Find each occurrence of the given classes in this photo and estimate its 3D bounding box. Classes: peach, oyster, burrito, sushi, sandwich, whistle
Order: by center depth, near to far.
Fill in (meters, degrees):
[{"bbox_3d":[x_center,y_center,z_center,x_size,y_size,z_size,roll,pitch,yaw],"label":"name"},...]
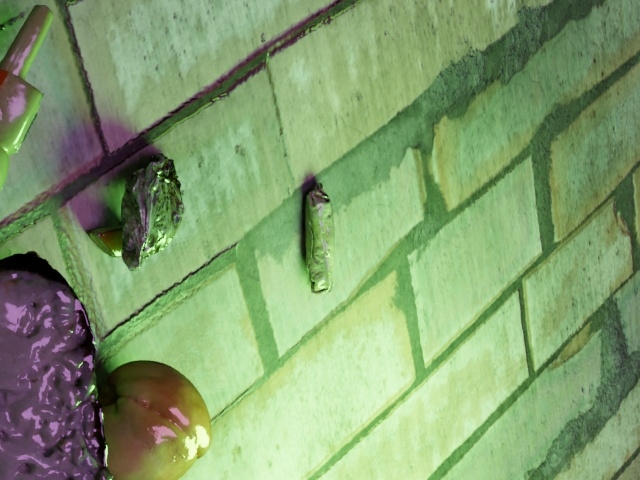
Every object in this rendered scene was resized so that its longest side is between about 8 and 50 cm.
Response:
[{"bbox_3d":[-0.396,-0.153,1.749,0.106,0.131,0.288,25,81,-10],"label":"whistle"},{"bbox_3d":[-0.388,0.193,1.821,0.234,0.207,0.348,-3,95,-15],"label":"sushi"},{"bbox_3d":[-0.284,0.002,2.011,0.083,0.031,0.044,-9,107,-50],"label":"sandwich"},{"bbox_3d":[-0.233,-0.045,2.017,0.125,0.064,0.177,68,28,-23],"label":"oyster"},{"bbox_3d":[-0.241,0.260,2.048,0.184,0.184,0.184,-22,119,-46],"label":"peach"},{"bbox_3d":[-0.002,0.000,2.357,0.058,0.045,0.188,-44,137,-69],"label":"burrito"}]

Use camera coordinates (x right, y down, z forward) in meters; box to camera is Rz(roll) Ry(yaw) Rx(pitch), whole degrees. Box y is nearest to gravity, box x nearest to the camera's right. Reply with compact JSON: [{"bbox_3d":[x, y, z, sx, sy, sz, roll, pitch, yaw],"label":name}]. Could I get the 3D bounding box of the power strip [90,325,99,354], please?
[{"bbox_3d":[-0.335,0.154,2.010,0.083,0.035,0.055,-56,141,-43],"label":"power strip"}]
